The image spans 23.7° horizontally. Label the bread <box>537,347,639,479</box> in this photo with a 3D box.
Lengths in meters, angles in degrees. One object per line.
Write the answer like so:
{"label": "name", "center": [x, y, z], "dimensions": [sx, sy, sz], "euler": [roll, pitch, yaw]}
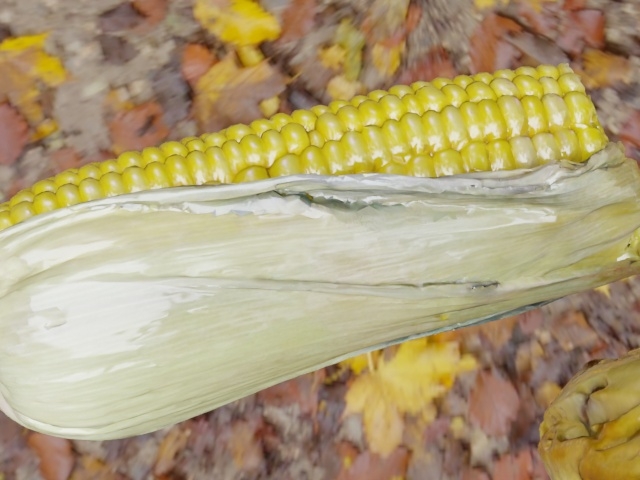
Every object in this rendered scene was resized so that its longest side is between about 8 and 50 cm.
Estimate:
{"label": "bread", "center": [0.196, 0.131, 0.608], "dimensions": [0.099, 0.235, 0.210], "euler": [-43, 95, -21]}

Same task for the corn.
{"label": "corn", "center": [0.001, 0.004, 0.663], "dimensions": [0.305, 0.122, 0.123], "euler": [-14, 118, -8]}
